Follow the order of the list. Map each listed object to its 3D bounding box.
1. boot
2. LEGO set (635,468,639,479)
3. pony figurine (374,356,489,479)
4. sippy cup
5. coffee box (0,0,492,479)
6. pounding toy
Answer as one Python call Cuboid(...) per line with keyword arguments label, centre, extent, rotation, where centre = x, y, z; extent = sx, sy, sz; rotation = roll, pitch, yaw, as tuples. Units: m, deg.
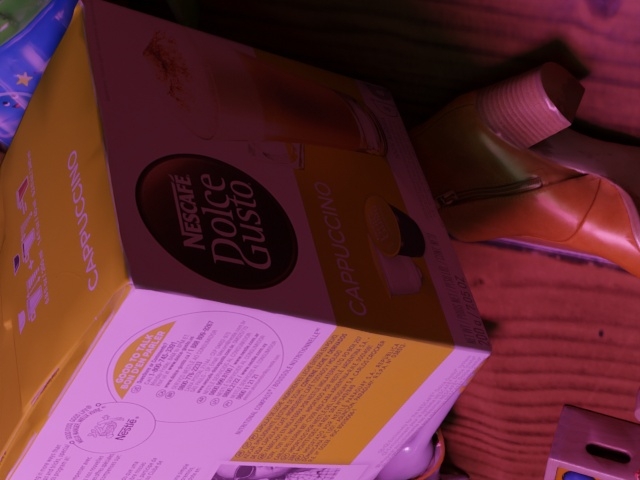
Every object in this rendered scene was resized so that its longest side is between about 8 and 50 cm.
Cuboid(label="boot", centre=(0.222, -0.029, 1.110), extent=(0.295, 0.104, 0.211), rotation=(47, 142, -13))
Cuboid(label="LEGO set", centre=(0.375, 0.188, 1.210), extent=(0.107, 0.132, 0.287), rotation=(20, 117, 18))
Cuboid(label="pony figurine", centre=(0.046, 0.290, 1.370), extent=(0.303, 0.351, 0.363), rotation=(45, 152, 36))
Cuboid(label="sippy cup", centre=(-0.273, -0.185, 1.135), extent=(0.305, 0.240, 0.224), rotation=(18, 154, 46))
Cuboid(label="coffee box", centre=(-0.113, 0.049, 1.041), extent=(0.334, 0.338, 0.338), rotation=(13, 131, -31))
Cuboid(label="pounding toy", centre=(0.356, 0.262, 1.324), extent=(0.181, 0.094, 0.206), rotation=(14, 138, 16))
